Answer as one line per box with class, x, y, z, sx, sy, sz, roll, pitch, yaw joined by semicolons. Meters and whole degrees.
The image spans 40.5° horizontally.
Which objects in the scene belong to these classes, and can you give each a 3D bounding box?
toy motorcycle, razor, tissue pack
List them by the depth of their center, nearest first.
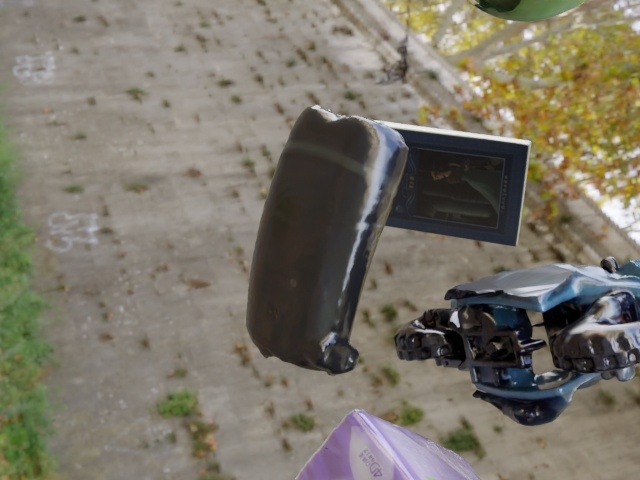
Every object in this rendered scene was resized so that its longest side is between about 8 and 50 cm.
tissue pack;0.138;0.367;0.974;0.242;0.160;0.338;34;8;-37
toy motorcycle;0.280;0.113;1.074;0.416;0.232;0.172;-13;-88;58
razor;-0.001;-0.001;1.163;0.204;0.113;0.349;18;-87;49

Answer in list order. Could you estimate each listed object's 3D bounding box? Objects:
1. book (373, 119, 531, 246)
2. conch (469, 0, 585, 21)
book;0.202;-0.094;1.438;0.025;0.269;0.191;-57;153;-55
conch;0.095;-0.154;0.379;0.201;0.094;0.080;87;28;-64
